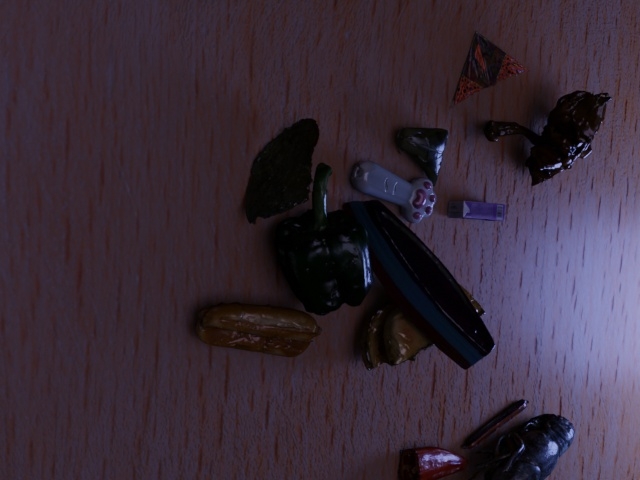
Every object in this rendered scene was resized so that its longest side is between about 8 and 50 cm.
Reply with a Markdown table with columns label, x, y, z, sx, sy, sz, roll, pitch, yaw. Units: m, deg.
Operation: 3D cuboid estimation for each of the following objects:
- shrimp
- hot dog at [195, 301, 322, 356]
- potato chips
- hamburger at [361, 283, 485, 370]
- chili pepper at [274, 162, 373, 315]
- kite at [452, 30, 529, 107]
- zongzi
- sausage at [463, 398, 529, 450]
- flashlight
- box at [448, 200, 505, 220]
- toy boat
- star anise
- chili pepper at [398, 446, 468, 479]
| label | x | y | z | sx | sy | sz | roll | pitch | yaw |
| --- | --- | --- | --- | --- | --- | --- | --- | --- | --- |
| shrimp | 0.420 | 0.507 | 2.037 | 0.372 | 0.137 | 0.172 | -31 | 116 | -25 |
| hot dog | -0.107 | 0.154 | 1.693 | 0.249 | 0.076 | 0.102 | 10 | 129 | -30 |
| potato chips | -0.063 | -0.118 | 1.655 | 0.209 | 0.142 | 0.026 | -46 | 152 | 3 |
| hamburger | 0.183 | 0.162 | 1.858 | 0.262 | 0.124 | 0.131 | -25 | 85 | -32 |
| chili pepper | 0.000 | 0.000 | 1.688 | 0.165 | 0.174 | 0.261 | -17 | 109 | -3 |
| kite | 0.334 | -0.367 | 1.928 | 0.222 | 0.008 | 0.125 | -27 | 110 | -26 |
| zongzi | 0.192 | -0.162 | 1.846 | 0.109 | 0.055 | 0.119 | -2 | 109 | -29 |
| sausage | 0.385 | 0.402 | 2.065 | 0.198 | 0.025 | 0.028 | -30 | 144 | -24 |
| flashlight | 0.145 | -0.099 | 1.826 | 0.200 | 0.047 | 0.093 | 22 | 86 | -33 |
| box | 0.321 | -0.060 | 1.940 | 0.117 | 0.050 | 0.036 | 2 | 89 | -31 |
| toy boat | 0.187 | 0.070 | 1.782 | 0.392 | 0.079 | 0.136 | 51 | 57 | -6 |
| star anise | 0.469 | -0.219 | 1.950 | 0.346 | 0.148 | 0.237 | -9 | 144 | -32 |
| chili pepper | 0.246 | 0.470 | 1.970 | 0.168 | 0.065 | 0.088 | 3 | 97 | -36 |
